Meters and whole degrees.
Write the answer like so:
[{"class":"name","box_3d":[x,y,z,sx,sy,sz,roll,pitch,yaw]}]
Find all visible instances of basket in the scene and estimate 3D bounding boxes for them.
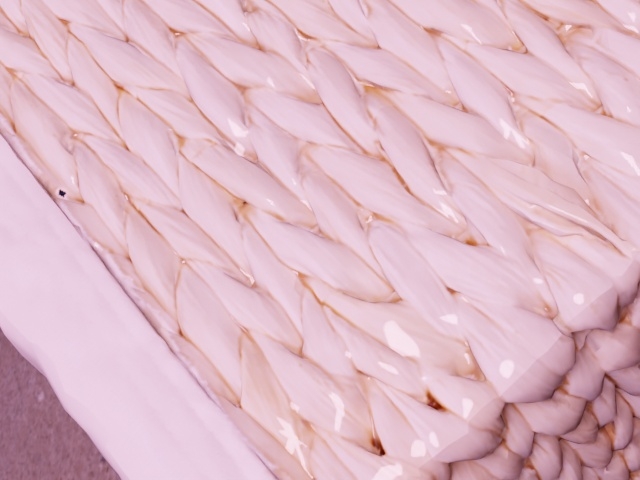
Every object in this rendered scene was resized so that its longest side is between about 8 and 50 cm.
[{"class":"basket","box_3d":[0.028,-0.018,0.559,0.266,0.328,0.331,-44,60,-2]}]
